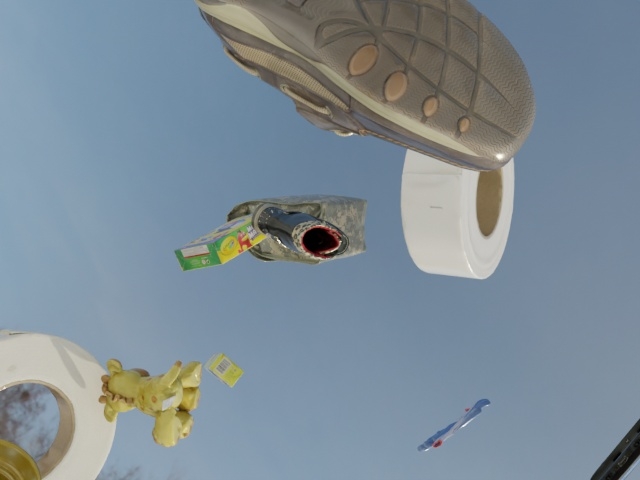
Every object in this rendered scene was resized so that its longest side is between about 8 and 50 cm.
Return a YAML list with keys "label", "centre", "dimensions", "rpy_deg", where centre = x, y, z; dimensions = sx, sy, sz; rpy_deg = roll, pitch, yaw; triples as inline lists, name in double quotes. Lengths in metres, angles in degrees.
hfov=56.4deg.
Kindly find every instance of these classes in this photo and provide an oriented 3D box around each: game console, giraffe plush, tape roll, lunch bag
- label: "game console"
  centre: [0.372, 0.348, 0.801]
  dimensions: [0.044, 0.213, 0.361]
  rpy_deg: [37, -68, 27]
- label: "giraffe plush"
  centre: [-0.362, 0.321, 1.237]
  dimensions: [0.170, 0.210, 0.181]
  rpy_deg: [7, -109, 11]
- label: "tape roll"
  centre: [-0.596, 0.370, 1.170]
  dimensions: [0.072, 0.392, 0.392]
  rpy_deg: [-2, -80, 46]
- label: "lunch bag"
  centre: [-0.062, -0.034, 1.500]
  dimensions: [0.287, 0.235, 0.169]
  rpy_deg: [6, -82, 31]
- label: "tape roll"
  centre: [0.239, -0.080, 1.004]
  dimensions: [0.100, 0.286, 0.286]
  rpy_deg: [6, -75, 33]

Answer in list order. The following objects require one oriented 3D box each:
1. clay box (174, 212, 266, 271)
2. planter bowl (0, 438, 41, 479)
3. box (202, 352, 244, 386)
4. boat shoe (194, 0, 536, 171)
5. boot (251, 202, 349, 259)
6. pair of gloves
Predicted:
- label: "clay box"
  centre: [-0.179, -0.009, 1.242]
  dimensions: [0.127, 0.222, 0.053]
  rpy_deg: [-11, -74, 39]
- label: "planter bowl"
  centre: [-0.575, 0.428, 0.965]
  dimensions: [0.217, 0.217, 0.090]
  rpy_deg: [35, -65, 28]
- label: "box"
  centre: [-0.284, 0.371, 1.726]
  dimensions: [0.087, 0.058, 0.232]
  rpy_deg: [41, -17, -3]
- label: "boat shoe"
  centre: [0.031, -0.170, 0.551]
  dimensions: [0.355, 0.132, 0.130]
  rpy_deg: [38, -15, 19]
- label: "boot"
  centre: [-0.001, 0.001, 1.178]
  dimensions: [0.178, 0.236, 0.085]
  rpy_deg: [24, -87, 53]
- label: "pair of gloves"
  centre: [0.290, 0.403, 1.303]
  dimensions: [0.023, 0.159, 0.198]
  rpy_deg: [51, -23, 18]
